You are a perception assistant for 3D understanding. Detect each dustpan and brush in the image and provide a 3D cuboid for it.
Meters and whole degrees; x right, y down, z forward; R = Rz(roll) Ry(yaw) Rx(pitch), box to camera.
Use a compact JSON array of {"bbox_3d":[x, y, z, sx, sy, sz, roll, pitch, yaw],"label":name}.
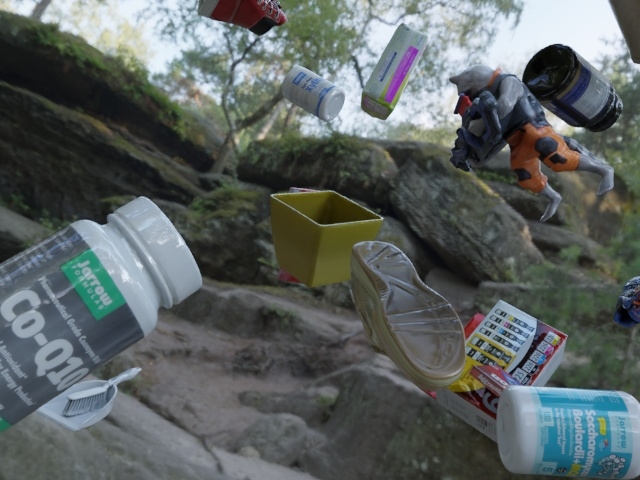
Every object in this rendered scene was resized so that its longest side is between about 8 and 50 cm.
[{"bbox_3d":[-0.461,0.317,1.331,0.147,0.060,0.211,10,11,34],"label":"dustpan and brush"}]

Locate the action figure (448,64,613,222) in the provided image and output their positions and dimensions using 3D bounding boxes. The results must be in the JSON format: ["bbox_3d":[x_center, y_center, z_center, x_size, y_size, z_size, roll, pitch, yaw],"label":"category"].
[{"bbox_3d":[0.369,-0.196,1.217,0.330,0.179,0.341,50,-4,2],"label":"action figure"}]

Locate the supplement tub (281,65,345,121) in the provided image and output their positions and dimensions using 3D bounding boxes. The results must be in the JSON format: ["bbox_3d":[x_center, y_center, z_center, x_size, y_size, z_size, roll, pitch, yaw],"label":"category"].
[{"bbox_3d":[-0.013,-0.278,1.209,0.107,0.071,0.071,34,-12,21],"label":"supplement tub"}]

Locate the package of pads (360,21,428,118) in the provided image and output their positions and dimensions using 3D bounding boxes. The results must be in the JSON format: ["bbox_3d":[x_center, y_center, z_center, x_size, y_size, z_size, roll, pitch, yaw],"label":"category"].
[{"bbox_3d":[0.203,-0.467,1.825,0.101,0.229,0.296,28,6,1],"label":"package of pads"}]

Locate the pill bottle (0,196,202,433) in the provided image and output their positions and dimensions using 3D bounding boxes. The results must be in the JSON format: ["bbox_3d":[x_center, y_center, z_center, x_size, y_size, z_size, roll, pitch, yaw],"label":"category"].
[{"bbox_3d":[-0.370,0.097,0.925,0.204,0.361,0.204,43,-25,26],"label":"pill bottle"}]

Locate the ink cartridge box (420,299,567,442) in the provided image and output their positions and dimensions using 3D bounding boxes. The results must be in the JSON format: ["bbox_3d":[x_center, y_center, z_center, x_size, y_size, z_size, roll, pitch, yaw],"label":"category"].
[{"bbox_3d":[0.445,0.324,1.686,0.272,0.309,0.130,29,-29,33],"label":"ink cartridge box"}]

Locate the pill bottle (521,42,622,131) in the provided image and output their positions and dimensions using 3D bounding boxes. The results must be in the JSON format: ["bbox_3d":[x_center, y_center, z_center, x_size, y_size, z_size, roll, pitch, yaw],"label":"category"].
[{"bbox_3d":[0.534,-0.310,1.336,0.219,0.122,0.123,20,-12,-35],"label":"pill bottle"}]

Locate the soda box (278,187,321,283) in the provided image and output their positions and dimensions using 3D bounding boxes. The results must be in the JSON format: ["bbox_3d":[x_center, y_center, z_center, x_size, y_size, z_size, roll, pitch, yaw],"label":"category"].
[{"bbox_3d":[-0.050,-0.013,1.791,0.092,0.263,0.083,8,3,16],"label":"soda box"}]

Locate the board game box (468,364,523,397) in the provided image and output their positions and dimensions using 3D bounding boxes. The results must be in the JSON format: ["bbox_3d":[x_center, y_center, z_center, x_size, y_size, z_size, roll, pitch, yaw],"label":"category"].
[{"bbox_3d":[0.479,0.377,1.443,0.281,0.027,0.145,38,15,35],"label":"board game box"}]

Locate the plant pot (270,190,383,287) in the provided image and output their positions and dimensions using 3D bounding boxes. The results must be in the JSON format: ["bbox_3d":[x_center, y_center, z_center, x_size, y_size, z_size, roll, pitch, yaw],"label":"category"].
[{"bbox_3d":[0.000,0.000,1.625,0.212,0.187,0.212,-8,28,-39],"label":"plant pot"}]

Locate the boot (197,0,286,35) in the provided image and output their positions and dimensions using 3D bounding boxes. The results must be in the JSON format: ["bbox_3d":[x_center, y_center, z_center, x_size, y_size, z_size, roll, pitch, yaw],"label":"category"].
[{"bbox_3d":[-0.127,-0.518,1.291,0.176,0.088,0.244,14,-27,-24],"label":"boot"}]

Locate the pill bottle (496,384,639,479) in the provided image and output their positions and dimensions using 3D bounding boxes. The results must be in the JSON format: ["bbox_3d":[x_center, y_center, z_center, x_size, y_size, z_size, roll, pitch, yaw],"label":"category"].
[{"bbox_3d":[0.443,0.323,1.075,0.264,0.146,0.146,2,-18,2],"label":"pill bottle"}]

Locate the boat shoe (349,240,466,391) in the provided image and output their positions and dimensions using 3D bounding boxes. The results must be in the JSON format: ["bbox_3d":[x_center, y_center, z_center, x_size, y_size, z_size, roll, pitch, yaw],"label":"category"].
[{"bbox_3d":[0.127,0.127,1.004,0.122,0.110,0.341,2,29,-14],"label":"boat shoe"}]

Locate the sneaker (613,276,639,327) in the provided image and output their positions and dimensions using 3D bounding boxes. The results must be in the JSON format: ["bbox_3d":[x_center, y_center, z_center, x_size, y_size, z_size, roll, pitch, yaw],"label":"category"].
[{"bbox_3d":[0.560,0.100,1.065,0.083,0.087,0.221,35,-14,15],"label":"sneaker"}]

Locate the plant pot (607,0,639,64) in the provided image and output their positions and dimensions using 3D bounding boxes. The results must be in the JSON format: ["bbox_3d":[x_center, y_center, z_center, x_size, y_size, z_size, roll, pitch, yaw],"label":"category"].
[{"bbox_3d":[0.657,-0.506,1.172,0.334,0.305,0.334,-16,3,1],"label":"plant pot"}]
